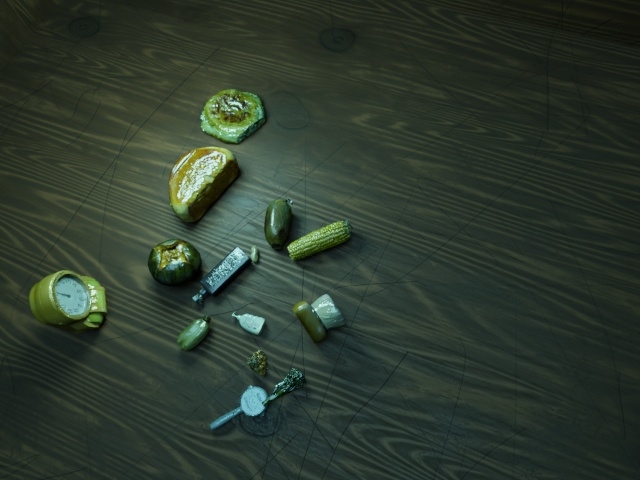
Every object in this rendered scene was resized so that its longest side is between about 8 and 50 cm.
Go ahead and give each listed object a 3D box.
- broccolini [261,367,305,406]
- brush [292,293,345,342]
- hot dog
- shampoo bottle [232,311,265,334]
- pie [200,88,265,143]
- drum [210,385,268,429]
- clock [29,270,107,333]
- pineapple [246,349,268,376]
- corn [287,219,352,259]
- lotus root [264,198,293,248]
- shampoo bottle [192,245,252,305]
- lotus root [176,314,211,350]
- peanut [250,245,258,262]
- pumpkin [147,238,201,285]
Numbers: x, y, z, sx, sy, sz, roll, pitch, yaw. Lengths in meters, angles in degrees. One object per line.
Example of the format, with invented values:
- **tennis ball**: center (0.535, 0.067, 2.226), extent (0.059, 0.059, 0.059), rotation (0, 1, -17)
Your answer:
- **broccolini**: center (-0.146, 0.610, 1.707), extent (0.203, 0.091, 0.068), rotation (-42, 28, -24)
- **brush**: center (-0.011, 0.301, 1.727), extent (0.166, 0.266, 0.174), rotation (-33, 60, -6)
- **hot dog**: center (-0.601, -0.297, 2.052), extent (0.223, 0.185, 0.405), rotation (34, 76, 15)
- **shampoo bottle**: center (-0.324, 0.358, 1.850), extent (0.152, 0.045, 0.077), rotation (19, 74, 10)
- **pie**: center (-0.465, -0.669, 2.229), extent (0.355, 0.103, 0.288), rotation (-39, 76, -12)
- **drum**: center (-0.337, 0.679, 1.725), extent (0.254, 0.049, 0.129), rotation (-15, 69, -1)
- **clock**: center (-1.096, 0.267, 1.817), extent (0.201, 0.317, 0.244), rotation (-21, 69, 4)
- **pineapple**: center (-0.279, 0.517, 1.762), extent (0.077, 0.114, 0.114), rotation (-15, 63, 19)
- **corn**: center (0.000, 0.000, 1.926), extent (0.318, 0.115, 0.115), rotation (-22, 69, -1)
- **lotus root**: center (-0.202, -0.082, 1.964), extent (0.123, 0.124, 0.240), rotation (10, 67, -7)
- **shampoo bottle**: center (-0.460, 0.167, 1.922), extent (0.098, 0.071, 0.309), rotation (42, 78, 17)
- **lotus root**: center (-0.546, 0.403, 1.836), extent (0.090, 0.077, 0.183), rotation (41, 81, 11)
- **peanut**: center (-0.308, 0.063, 1.969), extent (0.037, 0.037, 0.083), rotation (-4, 63, 4)
- **pumpkin**: center (-0.667, 0.105, 1.918), extent (0.238, 0.159, 0.237), rotation (-1, 48, 1)
